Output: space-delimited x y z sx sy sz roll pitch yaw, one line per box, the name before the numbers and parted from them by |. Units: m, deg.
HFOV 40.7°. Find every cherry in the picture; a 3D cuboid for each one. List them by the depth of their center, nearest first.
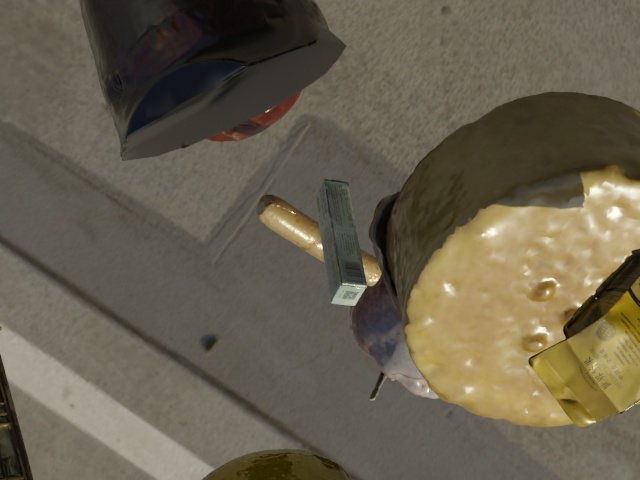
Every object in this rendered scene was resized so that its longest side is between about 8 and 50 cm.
cherry | 0.244 0.188 1.950 0.335 0.291 0.326 -28 83 16

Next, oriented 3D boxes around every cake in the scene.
cake | 0.221 -0.019 0.895 0.332 0.321 0.332 -2 126 -3

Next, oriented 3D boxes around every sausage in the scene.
sausage | 0.001 0.001 1.625 0.301 0.066 0.066 30 127 -32

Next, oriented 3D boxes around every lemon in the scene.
lemon | -0.044 0.363 1.031 0.219 0.240 0.240 -28 107 6

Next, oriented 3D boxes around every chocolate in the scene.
chocolate | -0.189 -0.344 1.285 0.384 0.384 0.331 -24 91 27

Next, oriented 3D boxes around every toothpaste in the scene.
toothpaste | 0.023 0.000 1.034 0.034 0.164 0.046 6 139 -19

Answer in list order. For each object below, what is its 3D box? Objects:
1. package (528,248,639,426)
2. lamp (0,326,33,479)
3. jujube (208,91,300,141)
package | 0.217 0.067 0.609 0.071 0.131 0.047 54 159 -8
lamp | -0.369 0.249 0.934 0.090 0.089 0.325 -40 61 27
jujube | -0.196 -0.354 1.846 0.276 0.276 0.377 54 151 -14
